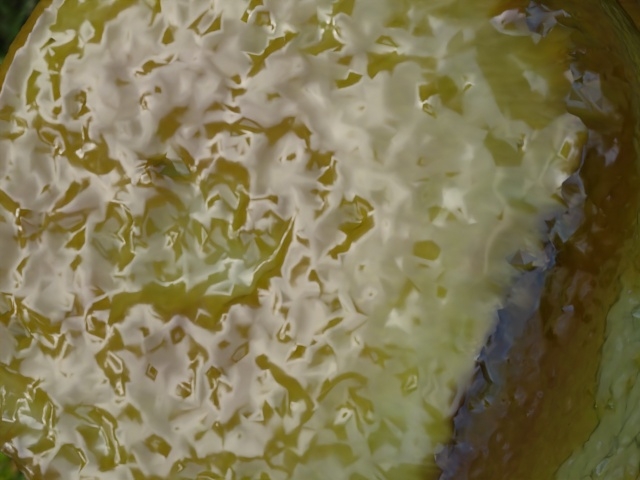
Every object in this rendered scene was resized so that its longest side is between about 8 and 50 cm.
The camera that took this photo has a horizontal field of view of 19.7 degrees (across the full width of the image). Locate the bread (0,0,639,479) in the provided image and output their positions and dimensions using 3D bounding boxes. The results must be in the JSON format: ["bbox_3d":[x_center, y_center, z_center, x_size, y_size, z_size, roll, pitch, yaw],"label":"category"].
[{"bbox_3d":[0.000,0.000,0.600,0.268,0.146,0.268,-5,75,21],"label":"bread"}]
